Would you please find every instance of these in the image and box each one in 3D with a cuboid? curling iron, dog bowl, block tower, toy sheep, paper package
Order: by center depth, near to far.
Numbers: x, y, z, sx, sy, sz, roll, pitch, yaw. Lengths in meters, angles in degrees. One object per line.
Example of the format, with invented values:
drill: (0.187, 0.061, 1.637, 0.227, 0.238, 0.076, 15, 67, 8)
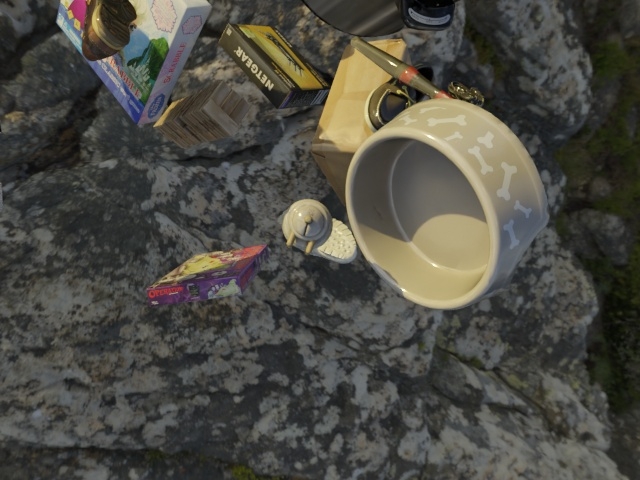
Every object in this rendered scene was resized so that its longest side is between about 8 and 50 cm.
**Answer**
toy sheep: (-0.021, -0.024, 0.817, 0.091, 0.132, 0.091, 0, 88, -8)
dog bowl: (0.179, -0.044, 0.822, 0.102, 0.349, 0.348, -27, 109, -34)
curling iron: (0.154, -0.277, 0.850, 0.068, 0.274, 0.035, -28, 144, -41)
block tower: (-0.291, -0.298, 1.225, 0.091, 0.335, 0.097, 41, 72, -31)
paper package: (0.138, -0.281, 1.307, 0.309, 0.168, 0.324, 51, 52, -58)

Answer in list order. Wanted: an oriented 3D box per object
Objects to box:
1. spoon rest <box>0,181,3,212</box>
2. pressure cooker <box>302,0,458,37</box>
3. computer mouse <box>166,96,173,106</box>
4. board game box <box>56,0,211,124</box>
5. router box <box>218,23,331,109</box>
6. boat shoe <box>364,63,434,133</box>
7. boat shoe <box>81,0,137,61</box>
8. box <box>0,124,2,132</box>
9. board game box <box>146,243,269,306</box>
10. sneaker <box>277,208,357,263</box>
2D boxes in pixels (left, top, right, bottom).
spoon rest: (-0.851, -0.174, 1.277, 0.084, 0.137, 0.276, -1, 109, -33)
pressure cooker: (0.143, -0.555, 0.838, 0.375, 0.420, 0.370, -47, 109, -8)
computer mouse: (-0.488, -0.451, 1.540, 0.042, 0.106, 0.193, -40, 65, -10)
board game box: (-0.401, -0.465, 1.047, 0.318, 0.318, 0.066, 50, 42, 6)
router box: (-0.143, -0.569, 1.653, 0.309, 0.081, 0.243, 49, 37, 10)
boat shoe: (0.161, -0.291, 1.015, 0.081, 0.069, 0.227, 54, 48, -21)
boat shoe: (-0.308, -0.314, 0.723, 0.060, 0.178, 0.064, -32, 133, 18)
box: (-0.479, -0.123, 0.504, 0.159, 0.233, 0.044, -7, 97, 13)
board game box: (-0.255, 0.076, 1.234, 0.208, 0.347, 0.056, -4, 100, 4)
sneaker: (0.000, 0.000, 1.204, 0.090, 0.235, 0.094, -38, 137, -24)
